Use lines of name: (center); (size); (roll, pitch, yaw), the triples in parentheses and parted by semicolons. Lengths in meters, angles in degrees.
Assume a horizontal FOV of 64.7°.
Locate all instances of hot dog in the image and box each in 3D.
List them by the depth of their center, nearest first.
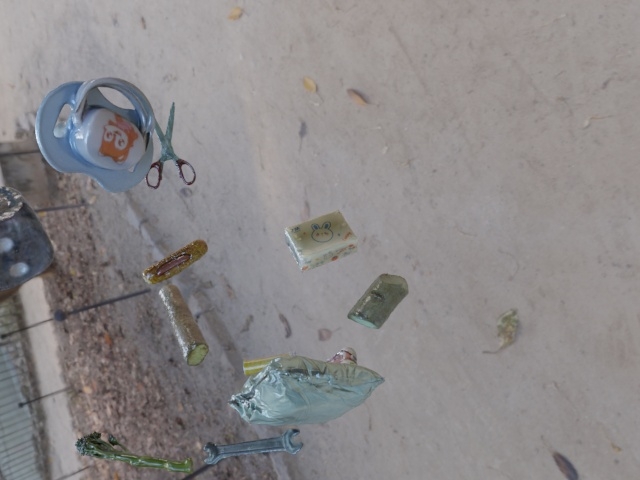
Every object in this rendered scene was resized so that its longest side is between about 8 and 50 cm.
hot dog: (-0.442, 0.068, 1.554); (0.066, 0.215, 0.047); (63, 162, -10)

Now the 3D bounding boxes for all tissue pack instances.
tissue pack: (0.000, 0.000, 1.591); (0.092, 0.196, 0.148); (85, 159, -51)

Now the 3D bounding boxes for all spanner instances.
spanner: (-0.188, 0.571, 1.394); (0.301, 0.017, 0.071); (-15, 56, 13)

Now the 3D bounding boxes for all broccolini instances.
broccolini: (-0.527, 0.603, 1.447); (0.391, 0.079, 0.074); (1, 70, 16)

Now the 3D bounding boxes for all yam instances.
yam: (0.117, 0.114, 0.981); (0.069, 0.146, 0.070); (33, 151, 21)
yam: (-0.418, 0.240, 1.527); (0.356, 0.081, 0.081); (44, 132, 49)

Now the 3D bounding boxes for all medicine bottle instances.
medicine bottle: (-0.204, 0.504, 2.068); (0.074, 0.217, 0.074); (170, 90, -89)

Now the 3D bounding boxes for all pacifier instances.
pacifier: (-0.546, -0.254, 1.202); (0.232, 0.299, 0.244); (5, 76, 31)

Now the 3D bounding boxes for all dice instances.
dice: (-0.747, -0.005, 1.168); (0.182, 0.181, 0.183); (35, 143, 33)

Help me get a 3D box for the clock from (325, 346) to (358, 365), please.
clock: (0.070, 0.473, 1.835); (0.162, 0.166, 0.093); (-40, 98, 12)

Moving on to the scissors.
scissors: (-0.453, -0.279, 1.483); (0.017, 0.144, 0.248); (-174, 76, -78)

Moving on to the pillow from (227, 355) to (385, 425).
pillow: (-0.038, 0.358, 1.208); (0.283, 0.309, 0.139); (-42, 45, 44)
